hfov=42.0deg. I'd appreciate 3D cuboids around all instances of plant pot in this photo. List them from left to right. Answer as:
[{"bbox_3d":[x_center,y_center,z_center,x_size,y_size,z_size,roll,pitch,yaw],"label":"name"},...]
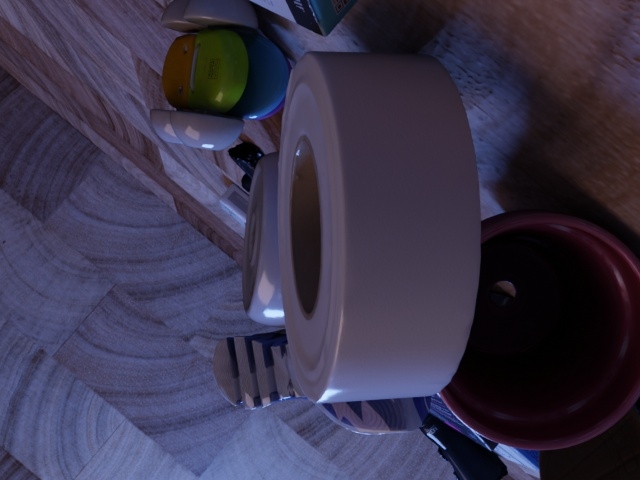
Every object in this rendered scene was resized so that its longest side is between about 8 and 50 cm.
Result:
[{"bbox_3d":[0.185,0.068,0.773,0.201,0.201,0.180,40,-175,-3],"label":"plant pot"}]

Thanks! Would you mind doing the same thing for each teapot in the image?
[{"bbox_3d":[0.000,0.000,1.114,0.187,0.252,0.256,5,-162,-10],"label":"teapot"}]

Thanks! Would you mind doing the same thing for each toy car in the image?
[{"bbox_3d":[-0.098,-0.175,0.886,0.136,0.159,0.182,6,-174,-28],"label":"toy car"}]

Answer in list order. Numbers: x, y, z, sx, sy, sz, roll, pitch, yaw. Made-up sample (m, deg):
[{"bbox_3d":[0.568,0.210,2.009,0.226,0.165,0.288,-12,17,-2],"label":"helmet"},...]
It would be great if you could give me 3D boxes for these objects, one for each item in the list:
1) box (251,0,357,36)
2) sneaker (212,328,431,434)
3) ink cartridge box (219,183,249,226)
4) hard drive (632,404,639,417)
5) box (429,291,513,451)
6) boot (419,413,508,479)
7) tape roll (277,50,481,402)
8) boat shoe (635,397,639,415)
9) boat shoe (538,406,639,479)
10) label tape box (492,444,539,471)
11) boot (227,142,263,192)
[{"bbox_3d":[-0.079,-0.252,0.646,0.244,0.060,0.100,34,168,30],"label":"box"},{"bbox_3d":[0.023,0.159,1.135,0.315,0.182,0.127,1,102,38],"label":"sneaker"},{"bbox_3d":[-0.134,-0.026,1.837,0.181,0.056,0.224,39,168,6],"label":"ink cartridge box"},{"bbox_3d":[0.432,0.288,1.148,0.237,0.064,0.339,34,167,28],"label":"hard drive"},{"bbox_3d":[0.183,0.154,1.172,0.142,0.163,0.247,46,169,-22],"label":"box"},{"bbox_3d":[0.292,0.397,1.689,0.207,0.094,0.246,51,-158,9],"label":"boot"},{"bbox_3d":[0.033,-0.013,0.685,0.100,0.286,0.286,-2,176,-11],"label":"tape roll"},{"bbox_3d":[0.369,0.183,0.805,0.089,0.109,0.258,43,168,2],"label":"boat shoe"},{"bbox_3d":[0.300,0.216,0.903,0.110,0.121,0.341,40,-154,-34],"label":"boat shoe"},{"bbox_3d":[0.293,0.299,1.564,0.240,0.106,0.334,41,170,-3],"label":"label tape box"},{"bbox_3d":[-0.117,-0.120,1.391,0.121,0.045,0.099,15,156,51],"label":"boot"}]
